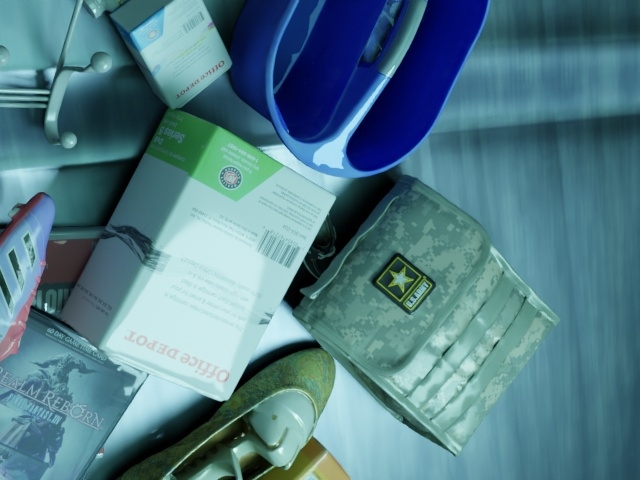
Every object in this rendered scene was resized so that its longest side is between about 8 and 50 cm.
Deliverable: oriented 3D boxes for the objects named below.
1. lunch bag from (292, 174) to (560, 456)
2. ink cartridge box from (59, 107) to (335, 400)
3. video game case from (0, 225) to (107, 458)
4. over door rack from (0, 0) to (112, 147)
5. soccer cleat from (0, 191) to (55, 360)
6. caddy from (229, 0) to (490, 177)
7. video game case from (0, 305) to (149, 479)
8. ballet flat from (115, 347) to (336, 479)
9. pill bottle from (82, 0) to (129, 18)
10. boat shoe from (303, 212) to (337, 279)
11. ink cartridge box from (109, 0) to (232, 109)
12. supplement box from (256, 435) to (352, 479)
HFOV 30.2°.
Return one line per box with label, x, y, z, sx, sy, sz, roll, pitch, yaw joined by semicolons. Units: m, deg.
lunch bag;0.127;0.090;1.508;0.287;0.169;0.235;45;79;-29
ink cartridge box;-0.138;0.018;1.346;0.198;0.115;0.272;30;88;-40
video game case;-0.337;0.125;1.341;0.204;0.025;0.285;-2;108;-29
over door rack;-0.317;-0.234;1.134;0.240;0.108;0.324;-2;119;-38
soccer cleat;-0.336;0.066;1.246;0.095;0.083;0.248;33;90;-12
caddy;0.052;-0.241;1.344;0.241;0.179;0.341;23;94;-34
video game case;-0.344;0.220;1.340;0.196;0.026;0.274;34;89;-33
ballet flat;-0.102;0.264;1.468;0.349;0.123;0.123;-33;120;-16
pill bottle;-0.216;-0.273;1.261;0.083;0.043;0.043;-40;121;-12
boat shoe;0.000;0.000;1.480;0.046;0.038;0.125;-24;117;-22
ink cartridge box;-0.160;-0.217;1.287;0.088;0.052;0.122;-40;140;-12
supplement box;-0.075;0.355;1.537;0.233;0.078;0.080;-41;125;-11
